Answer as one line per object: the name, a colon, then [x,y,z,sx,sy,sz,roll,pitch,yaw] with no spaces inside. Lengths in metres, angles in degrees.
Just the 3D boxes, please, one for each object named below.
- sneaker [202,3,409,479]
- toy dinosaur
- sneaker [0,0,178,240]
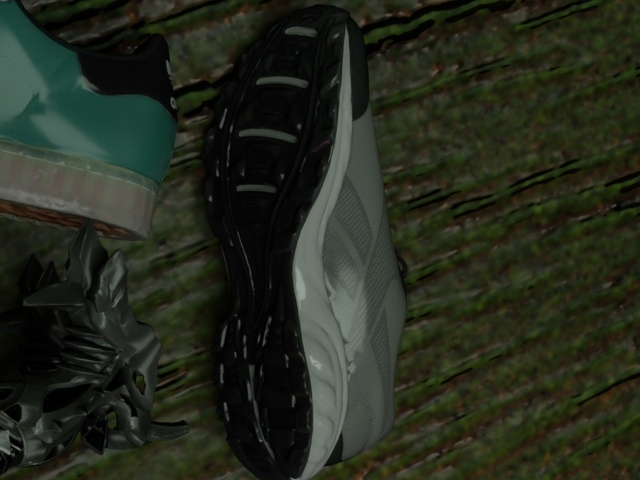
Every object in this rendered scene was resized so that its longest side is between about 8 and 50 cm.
sneaker: [0.000,0.000,0.967,0.108,0.100,0.271,-8,103,-44]
toy dinosaur: [-0.199,0.098,0.845,0.218,0.164,0.322,-32,116,-24]
sneaker: [-0.220,-0.091,0.858,0.302,0.108,0.121,16,80,-19]
